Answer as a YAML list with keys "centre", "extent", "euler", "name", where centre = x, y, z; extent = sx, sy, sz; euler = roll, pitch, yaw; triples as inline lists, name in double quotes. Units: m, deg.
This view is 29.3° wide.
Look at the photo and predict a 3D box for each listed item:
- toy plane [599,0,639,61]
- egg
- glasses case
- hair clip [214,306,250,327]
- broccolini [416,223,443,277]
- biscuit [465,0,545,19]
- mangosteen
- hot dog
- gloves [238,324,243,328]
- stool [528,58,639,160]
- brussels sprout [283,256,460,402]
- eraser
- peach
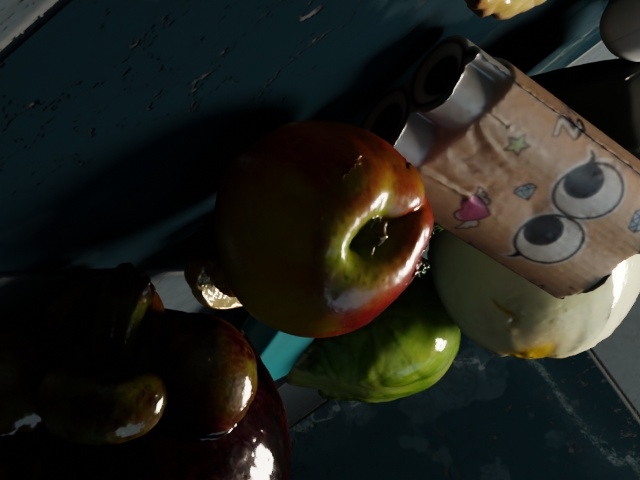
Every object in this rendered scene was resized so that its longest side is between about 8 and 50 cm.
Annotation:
- centre: [0.392, -0.270, 1.236]
  extent: [0.252, 0.118, 0.252]
  euler: [-34, -172, 5]
  name: "toy plane"
- centre: [0.288, -0.015, 1.585]
  extent: [0.283, 0.283, 0.345]
  euler: [-45, -168, 44]
  name: "egg"
- centre: [-0.035, 0.080, 1.523]
  extent: [0.117, 0.070, 0.301]
  euler: [-19, 155, -45]
  name: "glasses case"
- centre: [-0.161, 0.141, 1.562]
  extent: [0.275, 0.048, 0.083]
  euler: [-35, 165, -2]
  name: "hair clip"
- centre: [0.075, 0.052, 1.466]
  extent: [0.123, 0.062, 0.271]
  euler: [-34, 167, -48]
  name: "broccolini"
- centre: [0.149, -0.216, 0.895]
  extent: [0.118, 0.061, 0.183]
  euler: [-38, 167, 25]
  name: "biscuit"
- centre: [-0.177, 0.169, 1.072]
  extent: [0.307, 0.307, 0.347]
  euler: [-29, 139, -27]
  name: "mangosteen"
- centre: [0.000, 0.000, 1.278]
  extent: [0.135, 0.100, 0.337]
  euler: [-43, 166, 34]
  name: "hot dog"
- centre: [-0.136, 0.212, 1.773]
  extent: [0.142, 0.119, 0.285]
  euler: [-15, 146, -30]
  name: "gloves"
- centre: [0.278, -0.113, 1.327]
  extent: [0.232, 0.141, 0.232]
  euler: [-13, -170, 2]
  name: "stool"
- centre: [0.056, 0.118, 1.692]
  extent: [0.271, 0.219, 0.210]
  euler: [-16, 156, 10]
  name: "brussels sprout"
- centre: [0.188, -0.063, 1.152]
  extent: [0.290, 0.087, 0.171]
  euler: [30, 124, -28]
  name: "eraser"
- centre: [-0.006, -0.012, 1.023]
  extent: [0.197, 0.197, 0.197]
  euler: [-33, 169, -7]
  name: "peach"
